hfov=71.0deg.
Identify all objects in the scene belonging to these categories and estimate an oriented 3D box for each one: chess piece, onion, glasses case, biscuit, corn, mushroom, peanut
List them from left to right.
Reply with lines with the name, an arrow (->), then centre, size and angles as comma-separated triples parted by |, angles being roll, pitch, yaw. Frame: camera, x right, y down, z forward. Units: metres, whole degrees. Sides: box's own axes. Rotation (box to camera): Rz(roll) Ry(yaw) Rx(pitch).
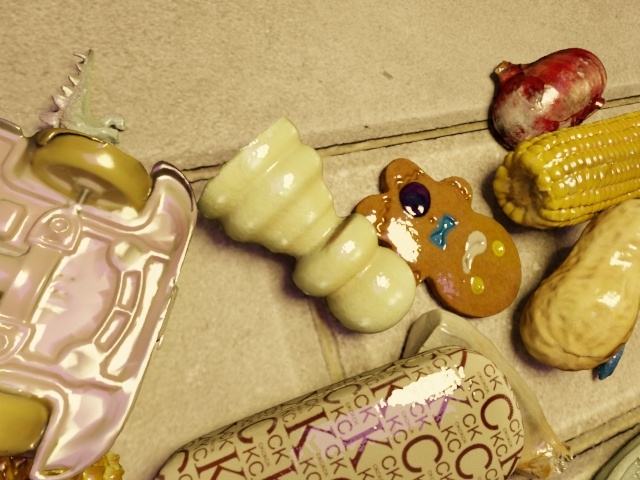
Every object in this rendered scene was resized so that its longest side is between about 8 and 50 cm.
chess piece -> 0.000, 0.000, 0.483 | 0.243, 0.133, 0.133 | 45, 69, -9
glasses case -> 0.020, 0.210, 0.421 | 0.355, 0.085, 0.137 | -18, 89, -6
biscuit -> 0.157, -0.001, 0.568 | 0.236, 0.039, 0.179 | 37, 68, -6
mushroom -> 0.191, 0.174, 0.509 | 0.223, 0.081, 0.092 | 45, 50, -4
onion -> 0.332, -0.219, 0.641 | 0.151, 0.098, 0.206 | 46, 69, -2
peanut -> 0.335, 0.051, 0.533 | 0.120, 0.110, 0.236 | 27, 100, -43
corn -> 0.393, -0.105, 0.611 | 0.345, 0.131, 0.131 | -17, 81, -20

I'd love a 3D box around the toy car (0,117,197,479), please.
toy car -> -0.298, 0.022, 0.352 | 0.336, 0.226, 0.242 | 22, 65, -22

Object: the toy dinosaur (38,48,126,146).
toy dinosaur -> -0.251, -0.120, 0.476 | 0.082, 0.039, 0.208 | -4, 76, -15

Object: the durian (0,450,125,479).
durian -> -0.236, 0.257, 0.367 | 0.139, 0.144, 0.251 | -13, 85, 19

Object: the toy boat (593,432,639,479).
toy boat -> 0.419, 0.277, 0.544 | 0.261, 0.085, 0.078 | -23, 84, -20

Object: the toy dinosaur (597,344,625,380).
toy dinosaur -> 0.412, 0.040, 0.573 | 0.075, 0.247, 0.188 | 23, 44, 31
